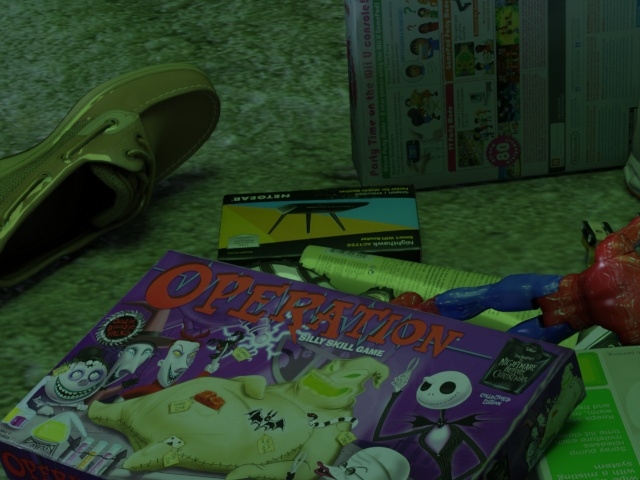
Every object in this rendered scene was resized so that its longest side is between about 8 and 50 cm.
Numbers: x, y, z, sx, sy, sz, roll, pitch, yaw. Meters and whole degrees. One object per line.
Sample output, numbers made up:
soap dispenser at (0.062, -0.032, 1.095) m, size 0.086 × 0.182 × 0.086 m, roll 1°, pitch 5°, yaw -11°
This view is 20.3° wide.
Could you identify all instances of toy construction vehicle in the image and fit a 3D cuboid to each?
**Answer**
toy construction vehicle at (0.273, 0.011, 1.567) m, size 0.086 × 0.035 × 0.098 m, roll 2°, pitch 28°, yaw -12°

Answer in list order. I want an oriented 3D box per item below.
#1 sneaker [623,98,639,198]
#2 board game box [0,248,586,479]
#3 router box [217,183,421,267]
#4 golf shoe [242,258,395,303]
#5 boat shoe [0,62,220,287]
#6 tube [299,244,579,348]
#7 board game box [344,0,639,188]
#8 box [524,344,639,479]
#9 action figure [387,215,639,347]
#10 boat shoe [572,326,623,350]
sneaker at (0.360, -0.070, 1.609) m, size 0.099 × 0.121 × 0.262 m, roll -18°, pitch 30°, yaw -23°
board game box at (-0.028, 0.114, 1.163) m, size 0.347 × 0.056 × 0.208 m, roll 12°, pitch 42°, yaw 36°
router box at (0.000, 0.000, 1.606) m, size 0.179 × 0.046 × 0.133 m, roll -4°, pitch 27°, yaw 1°
golf shoe at (-0.012, 0.070, 1.436) m, size 0.198 × 0.077 × 0.094 m, roll 7°, pitch 29°, yaw 24°
boat shoe at (-0.207, -0.054, 1.680) m, size 0.110 × 0.122 × 0.341 m, roll 25°, pitch 49°, yaw 37°
tube at (0.099, 0.052, 1.486) m, size 0.240 × 0.062 × 0.070 m, roll 8°, pitch 72°, yaw 13°
board game box at (0.179, -0.175, 1.729) m, size 0.303 × 0.224 × 0.097 m, roll -6°, pitch 28°, yaw -5°
box at (0.262, 0.172, 1.144) m, size 0.262 × 0.127 × 0.231 m, roll -4°, pitch 25°, yaw 0°
action figure at (0.190, 0.041, 1.318) m, size 0.139 × 0.091 × 0.280 m, roll -18°, pitch 1°, yaw -42°
boat shoe at (0.212, 0.102, 1.379) m, size 0.142 × 0.049 × 0.040 m, roll -28°, pitch 40°, yaw -27°
